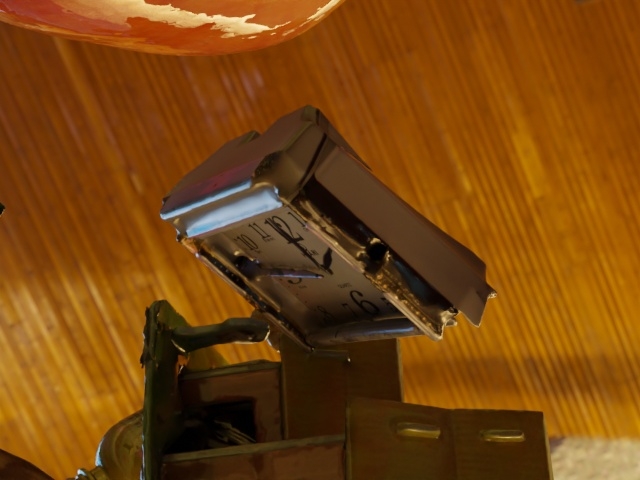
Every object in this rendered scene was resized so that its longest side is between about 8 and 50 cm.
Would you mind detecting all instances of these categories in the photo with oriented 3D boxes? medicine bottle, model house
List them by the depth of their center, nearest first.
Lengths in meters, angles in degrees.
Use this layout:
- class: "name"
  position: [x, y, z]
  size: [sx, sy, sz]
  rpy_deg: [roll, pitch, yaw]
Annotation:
- class: "model house"
  position: [0.049, 0.222, 1.219]
  size: [0.324, 0.300, 0.340]
  rpy_deg: [-9, 154, 15]
- class: "medicine bottle"
  position: [-0.192, 0.250, 1.536]
  size: [0.212, 0.121, 0.122]
  rpy_deg: [-28, -167, -24]

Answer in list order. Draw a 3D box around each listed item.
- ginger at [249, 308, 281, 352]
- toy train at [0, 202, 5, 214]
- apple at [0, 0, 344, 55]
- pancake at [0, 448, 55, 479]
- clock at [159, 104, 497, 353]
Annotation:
- class: "ginger"
  position: [-0.018, 0.035, 1.389]
  size: [0.193, 0.052, 0.176]
  rpy_deg: [33, -139, 20]
- class: "toy train"
  position: [-0.332, -0.052, 1.115]
  size: [0.071, 0.170, 0.111]
  rpy_deg: [-54, -160, -20]
- class: "apple"
  position: [-0.071, -0.173, 0.522]
  size: [0.242, 0.242, 0.241]
  rpy_deg: [-28, -145, -21]
- class: "pancake"
  position: [-0.138, 0.129, 0.550]
  size: [0.115, 0.115, 0.011]
  rpy_deg: [-21, -171, 11]
- class: "clock"
  position: [0.000, 0.000, 1.049]
  size: [0.083, 0.186, 0.253]
  rpy_deg: [-54, -163, -21]
